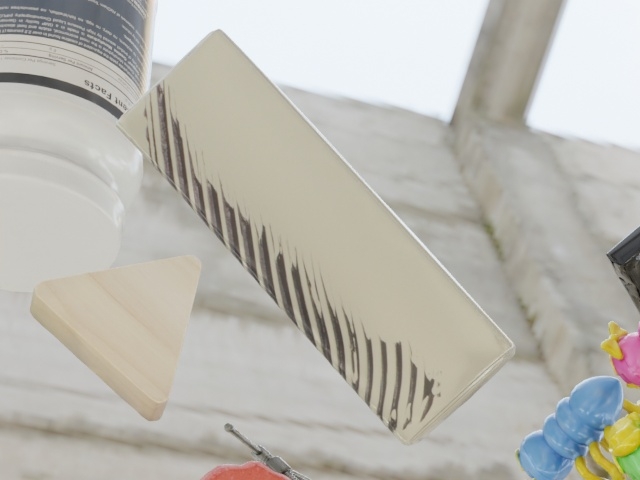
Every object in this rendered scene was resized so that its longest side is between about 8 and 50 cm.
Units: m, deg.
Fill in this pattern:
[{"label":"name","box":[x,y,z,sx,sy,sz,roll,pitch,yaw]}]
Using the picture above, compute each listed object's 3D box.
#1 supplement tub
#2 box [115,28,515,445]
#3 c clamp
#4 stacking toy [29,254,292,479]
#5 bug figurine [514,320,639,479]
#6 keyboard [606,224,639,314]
[{"label":"supplement tub","box":[-0.236,-0.115,1.422,0.191,0.191,0.272,10,-124,-13]},{"label":"box","box":[0.000,0.000,1.108,0.275,0.094,0.113,47,-179,10]},{"label":"c clamp","box":[0.006,0.205,1.287,0.160,0.022,0.137,38,178,32]},{"label":"stacking toy","box":[-0.165,0.152,0.807,0.309,0.130,0.279,-1,-122,-18]},{"label":"bug figurine","box":[0.170,0.120,0.995,0.072,0.216,0.279,36,-157,-3]},{"label":"keyboard","box":[0.205,-0.048,0.791,0.038,0.192,0.100,48,176,39]}]
